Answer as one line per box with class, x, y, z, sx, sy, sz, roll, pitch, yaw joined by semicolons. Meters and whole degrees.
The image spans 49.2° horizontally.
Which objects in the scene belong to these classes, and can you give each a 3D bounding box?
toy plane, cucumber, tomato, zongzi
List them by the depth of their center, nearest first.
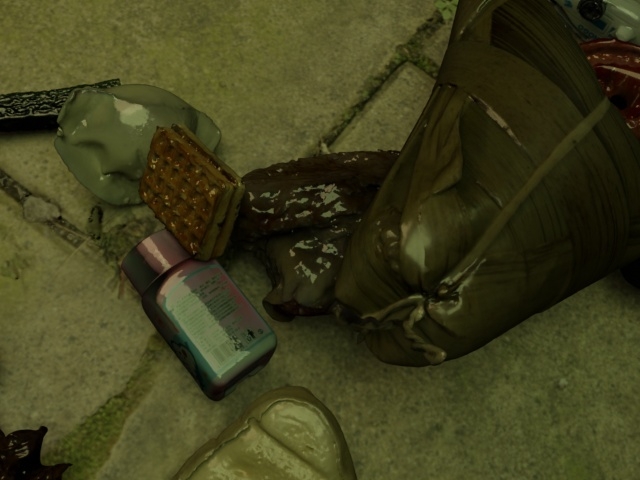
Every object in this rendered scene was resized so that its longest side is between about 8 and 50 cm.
zongzi;0.111;-0.118;0.768;0.500;0.218;0.467;-21;77;-33
cucumber;-0.347;-0.170;0.897;0.187;0.058;0.058;-10;72;-12
tomato;0.404;-0.159;0.968;0.228;0.101;0.228;0;77;0
toy plane;0.378;-0.362;1.032;0.182;0.107;0.273;-31;73;-21

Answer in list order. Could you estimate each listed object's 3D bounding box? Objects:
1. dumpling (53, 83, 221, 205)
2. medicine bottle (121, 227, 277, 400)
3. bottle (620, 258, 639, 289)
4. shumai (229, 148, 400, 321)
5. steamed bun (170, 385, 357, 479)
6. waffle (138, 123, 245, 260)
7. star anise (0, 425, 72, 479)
dumpling;-0.224;-0.115;0.863;0.181;0.111;0.155;19;101;-10
medicine bottle;-0.141;0.080;0.800;0.094;0.119;0.188;-35;78;-22
bottle;0.532;0.022;0.895;0.271;0.143;0.156;13;94;-11
shumai;-0.004;0.000;0.849;0.218;0.184;0.185;-24;118;-42
steamed bun;-0.043;0.265;0.753;0.231;0.110;0.212;27;87;0
waffle;-0.146;-0.057;0.782;0.042;0.102;0.148;-3;35;-44
star anise;-0.342;0.271;0.708;0.220;0.126;0.190;29;66;7
